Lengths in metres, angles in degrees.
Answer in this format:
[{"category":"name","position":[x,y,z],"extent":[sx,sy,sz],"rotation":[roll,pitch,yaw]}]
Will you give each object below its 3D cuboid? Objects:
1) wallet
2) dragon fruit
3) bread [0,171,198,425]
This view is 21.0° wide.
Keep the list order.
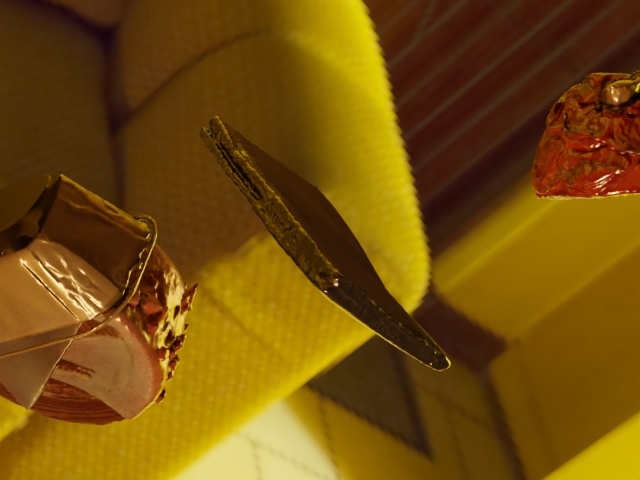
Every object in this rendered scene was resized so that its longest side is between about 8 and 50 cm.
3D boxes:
[{"category":"wallet","position":[0.000,0.000,1.173],"extent":[0.124,0.025,0.244],"rotation":[35,10,-35]},{"category":"dragon fruit","position":[0.231,-0.086,1.440],"extent":[0.083,0.162,0.106],"rotation":[-11,97,-49]},{"category":"bread","position":[-0.214,0.057,1.379],"extent":[0.212,0.224,0.142],"rotation":[51,41,-31]}]
